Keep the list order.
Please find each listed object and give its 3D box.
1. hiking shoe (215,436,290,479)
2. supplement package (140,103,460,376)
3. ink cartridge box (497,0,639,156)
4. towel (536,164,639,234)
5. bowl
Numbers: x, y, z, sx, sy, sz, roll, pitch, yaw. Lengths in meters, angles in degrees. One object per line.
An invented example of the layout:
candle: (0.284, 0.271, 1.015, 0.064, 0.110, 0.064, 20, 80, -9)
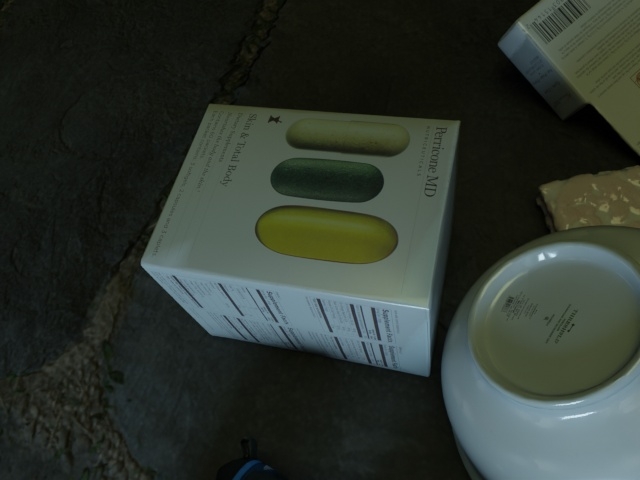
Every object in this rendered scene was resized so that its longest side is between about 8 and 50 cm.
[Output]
hiking shoe: (-0.103, 0.345, 0.486, 0.132, 0.113, 0.304, 16, 69, 53)
supplement package: (0.000, 0.000, 0.581, 0.262, 0.198, 0.199, 8, 63, 15)
ink cartridge box: (0.427, -0.257, 0.714, 0.296, 0.066, 0.261, -39, 87, -11)
towel: (0.432, 0.041, 0.556, 0.332, 0.053, 0.317, -9, 60, 5)
bowl: (0.215, 0.093, 0.452, 0.298, 0.134, 0.298, -26, 40, 25)
